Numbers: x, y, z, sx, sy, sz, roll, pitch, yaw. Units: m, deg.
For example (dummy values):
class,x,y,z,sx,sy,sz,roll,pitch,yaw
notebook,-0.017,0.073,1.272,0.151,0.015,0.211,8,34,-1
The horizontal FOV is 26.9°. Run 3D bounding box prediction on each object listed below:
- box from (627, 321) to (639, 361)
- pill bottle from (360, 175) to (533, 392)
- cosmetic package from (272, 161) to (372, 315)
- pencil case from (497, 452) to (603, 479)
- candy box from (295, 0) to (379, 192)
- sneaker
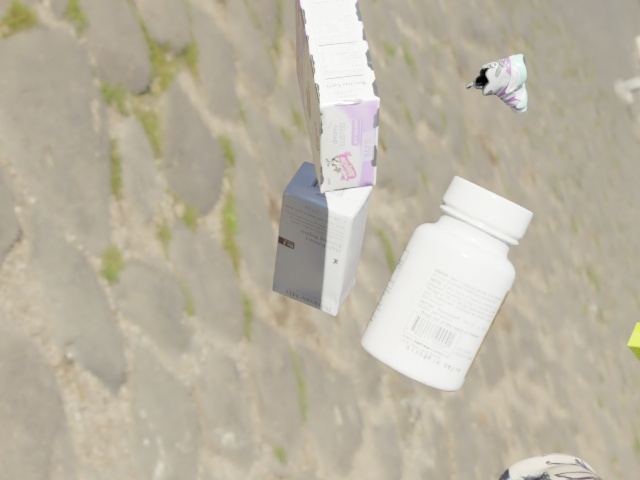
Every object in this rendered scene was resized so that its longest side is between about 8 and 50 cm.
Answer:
class,x,y,z,sx,sy,sz,roll,pitch,yaw
box,0.483,0.152,1.657,0.109,0.178,0.042,47,61,-35
pill bottle,0.151,0.049,1.554,0.229,0.131,0.131,-64,161,4
cosmetic package,0.000,0.000,2.039,0.231,0.117,0.085,97,19,-45
pencil case,0.320,0.396,1.649,0.410,0.184,0.159,-120,-171,-80
candy box,0.017,-0.183,1.561,0.164,0.070,0.196,91,-9,-57
sneaker,0.203,-0.178,1.550,0.098,0.069,0.038,75,9,-55
